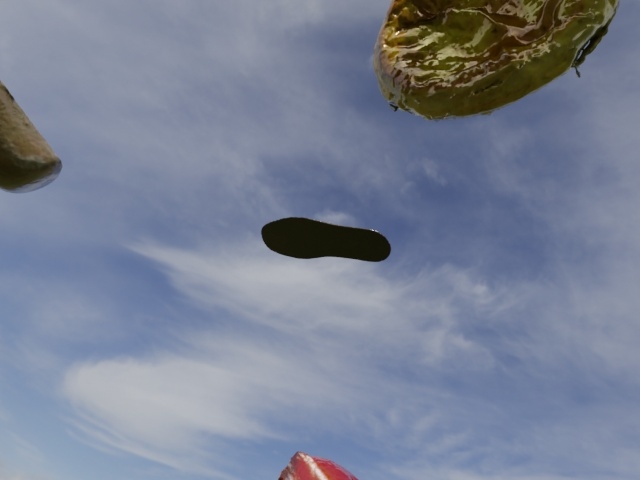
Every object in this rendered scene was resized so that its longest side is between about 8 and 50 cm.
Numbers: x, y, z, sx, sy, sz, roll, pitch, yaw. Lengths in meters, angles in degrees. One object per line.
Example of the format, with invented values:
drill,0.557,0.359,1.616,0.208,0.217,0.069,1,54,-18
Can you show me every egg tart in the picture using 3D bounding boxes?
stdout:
egg tart,0.238,-0.305,0.598,0.341,0.342,0.132,-18,-25,33

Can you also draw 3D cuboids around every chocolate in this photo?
chocolate,-0.502,-0.175,0.579,0.156,0.080,0.254,-11,-64,40

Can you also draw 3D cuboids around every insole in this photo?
insole,0.000,0.000,0.912,0.327,0.007,0.111,5,-57,28

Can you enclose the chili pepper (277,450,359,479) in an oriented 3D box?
chili pepper,0.047,0.317,0.333,0.131,0.135,0.338,34,-11,-17
